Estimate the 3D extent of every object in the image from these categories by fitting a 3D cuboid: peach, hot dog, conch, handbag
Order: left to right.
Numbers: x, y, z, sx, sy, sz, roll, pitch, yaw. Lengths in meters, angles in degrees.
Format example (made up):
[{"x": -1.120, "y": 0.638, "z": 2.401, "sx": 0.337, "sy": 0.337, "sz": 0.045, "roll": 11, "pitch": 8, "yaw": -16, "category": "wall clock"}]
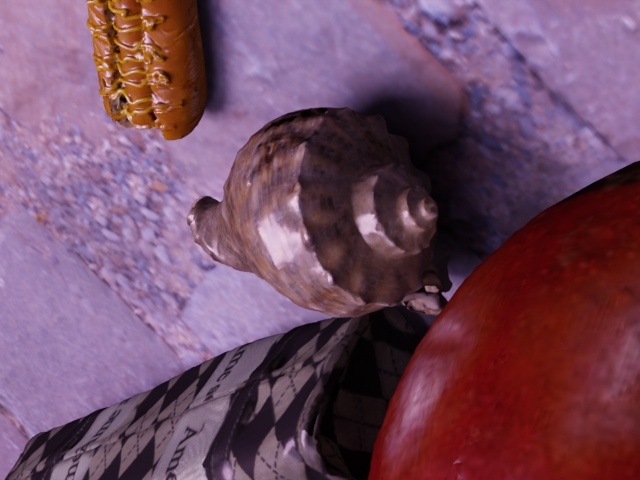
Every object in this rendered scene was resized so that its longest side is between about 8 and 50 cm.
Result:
[{"x": -0.103, "y": -0.131, "z": 0.868, "sx": 0.071, "sy": 0.045, "sz": 0.165, "roll": 21, "pitch": 138, "yaw": 25, "category": "hot dog"}, {"x": -0.018, "y": 0.234, "z": 1.048, "sx": 0.317, "sy": 0.180, "sz": 0.416, "roll": 46, "pitch": 138, "yaw": -17, "category": "handbag"}, {"x": 0.000, "y": 0.000, "z": 0.841, "sx": 0.207, "sy": 0.130, "sz": 0.155, "roll": -12, "pitch": 124, "yaw": 49, "category": "conch"}, {"x": 0.198, "y": 0.169, "z": 0.748, "sx": 0.339, "sy": 0.353, "sz": 0.417, "roll": -11, "pitch": 77, "yaw": 36, "category": "peach"}]
